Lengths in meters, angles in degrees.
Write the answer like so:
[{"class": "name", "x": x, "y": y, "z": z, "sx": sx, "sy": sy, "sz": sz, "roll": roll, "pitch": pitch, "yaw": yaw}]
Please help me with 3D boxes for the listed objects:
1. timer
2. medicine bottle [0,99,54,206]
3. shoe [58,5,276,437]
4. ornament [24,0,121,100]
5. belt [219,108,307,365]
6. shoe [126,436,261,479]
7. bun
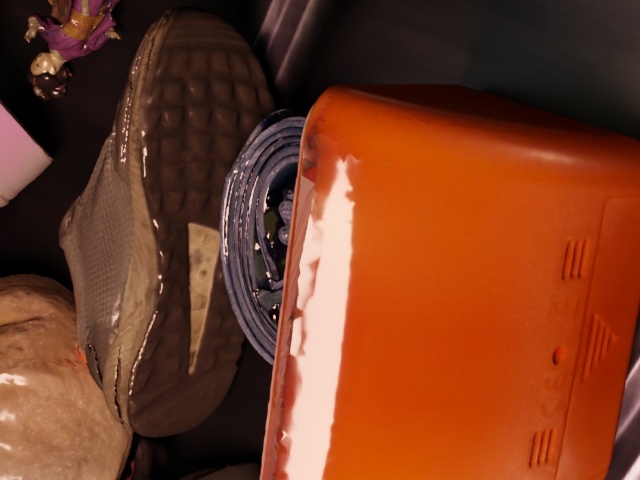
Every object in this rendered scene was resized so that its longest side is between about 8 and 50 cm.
[{"class": "timer", "x": 0.065, "y": 0.045, "z": 0.607, "sx": 0.161, "sy": 0.250, "sz": 0.258, "roll": 16, "pitch": 104, "yaw": 36}, {"class": "medicine bottle", "x": -0.377, "y": -0.037, "z": 0.953, "sx": 0.254, "sy": 0.152, "sz": 0.152, "roll": -43, "pitch": 63, "yaw": -7}, {"class": "shoe", "x": -0.139, "y": -0.024, "z": 0.858, "sx": 0.171, "sy": 0.132, "sz": 0.337, "roll": 25, "pitch": 113, "yaw": 44}, {"class": "ornament", "x": -0.215, "y": -0.200, "z": 0.916, "sx": 0.088, "sy": 0.081, "sz": 0.203, "roll": 48, "pitch": 122, "yaw": 25}, {"class": "belt", "x": 0.000, "y": 0.000, "z": 0.763, "sx": 0.141, "sy": 0.082, "sz": 0.190, "roll": 1, "pitch": 96, "yaw": 33}, {"class": "shoe", "x": -0.080, "y": 0.224, "z": 0.845, "sx": 0.227, "sy": 0.099, "sz": 0.112, "roll": 5, "pitch": 75, "yaw": 26}, {"class": "bun", "x": -0.306, "y": 0.169, "z": 0.948, "sx": 0.281, "sy": 0.204, "sz": 0.282, "roll": 5, "pitch": 98, "yaw": 36}]
